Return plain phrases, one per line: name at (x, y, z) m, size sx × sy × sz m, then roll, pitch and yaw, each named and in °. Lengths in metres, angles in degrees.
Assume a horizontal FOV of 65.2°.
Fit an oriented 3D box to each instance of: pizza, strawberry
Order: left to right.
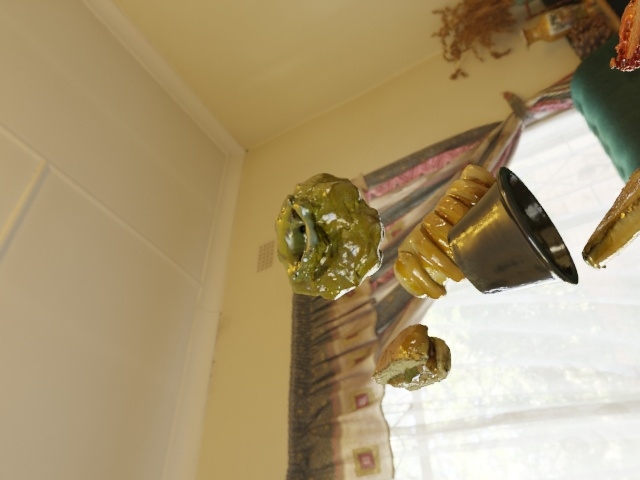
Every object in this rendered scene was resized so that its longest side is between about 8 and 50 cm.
strawberry at (0.642, -0.418, 0.982) m, size 0.121 × 0.082 × 0.188 m, roll -37°, pitch -37°, yaw -86°
pizza at (0.518, -0.086, 0.744) m, size 0.089 × 0.323 × 0.223 m, roll 38°, pitch -126°, yaw 18°

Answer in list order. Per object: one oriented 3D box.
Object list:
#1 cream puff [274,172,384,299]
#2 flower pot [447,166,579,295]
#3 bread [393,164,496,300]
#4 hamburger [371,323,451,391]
cream puff at (-0.001, 0.001, 1.072) m, size 0.185 × 0.282 × 0.282 m, roll -32°, pitch -81°, yaw -57°
flower pot at (0.323, 0.005, 0.883) m, size 0.235 × 0.148 × 0.235 m, roll 35°, pitch -145°, yaw -29°
bread at (0.300, 0.000, 1.106) m, size 0.173 × 0.311 × 0.121 m, roll 38°, pitch -179°, yaw -26°
hamburger at (0.198, 0.256, 1.107) m, size 0.262 × 0.124 × 0.131 m, roll 117°, pitch 166°, yaw -64°
